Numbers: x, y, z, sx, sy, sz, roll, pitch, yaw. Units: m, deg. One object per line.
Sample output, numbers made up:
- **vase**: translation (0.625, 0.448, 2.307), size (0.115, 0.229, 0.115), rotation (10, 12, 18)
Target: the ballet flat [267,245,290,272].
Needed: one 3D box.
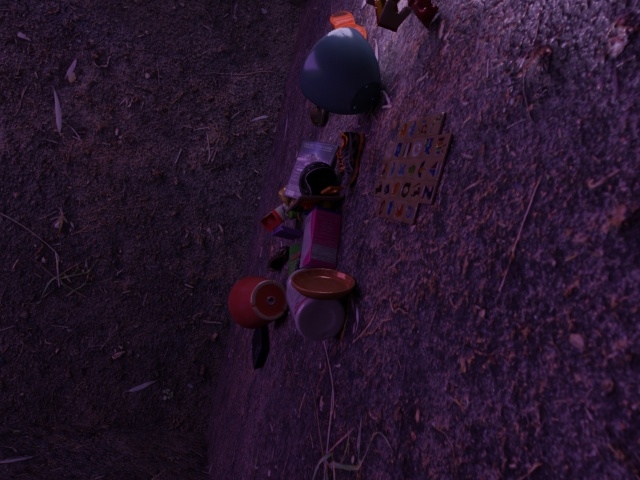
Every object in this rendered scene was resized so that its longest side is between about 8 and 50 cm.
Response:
- **ballet flat**: translation (-0.228, 0.114, 2.207), size (0.250, 0.084, 0.058), rotation (-48, 31, 46)

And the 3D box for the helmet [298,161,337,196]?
- **helmet**: translation (-0.011, -0.236, 1.646), size (0.169, 0.170, 0.161), rotation (155, 109, -68)

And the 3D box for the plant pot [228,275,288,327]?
- **plant pot**: translation (-0.294, 0.302, 2.013), size (0.243, 0.275, 0.274), rotation (-19, 59, 58)

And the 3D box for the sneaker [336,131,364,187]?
- **sneaker**: translation (0.097, -0.298, 1.488), size (0.084, 0.083, 0.214), rotation (179, 103, -70)

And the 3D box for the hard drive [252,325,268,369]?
- **hard drive**: translation (-0.334, 0.568, 2.235), size (0.254, 0.054, 0.171), rotation (-113, 40, -62)

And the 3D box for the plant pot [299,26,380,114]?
- **plant pot**: translation (0.100, -0.562, 1.432), size (0.195, 0.291, 0.290), rotation (51, 137, 21)

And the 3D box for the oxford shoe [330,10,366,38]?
- **oxford shoe**: translation (0.133, -0.876, 1.798), size (0.132, 0.130, 0.363), rotation (72, -173, -53)

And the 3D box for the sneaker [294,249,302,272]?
- **sneaker**: translation (-0.041, 0.061, 1.599), size (0.090, 0.082, 0.232), rotation (117, 172, -67)

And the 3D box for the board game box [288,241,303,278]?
- **board game box**: translation (-0.074, 0.114, 1.681), size (0.124, 0.039, 0.259), rotation (-18, 51, 20)

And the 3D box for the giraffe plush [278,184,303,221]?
- **giraffe plush**: translation (-0.081, -0.214, 1.885), size (0.170, 0.181, 0.210), rotation (-41, 24, 28)

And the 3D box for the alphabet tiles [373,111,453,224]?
- **alphabet tiles**: translation (0.236, -0.192, 1.100), size (0.342, 0.011, 0.284), rotation (-150, 73, -72)

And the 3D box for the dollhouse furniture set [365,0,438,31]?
- **dollhouse furniture set**: translation (0.235, -0.747, 1.220), size (0.152, 0.202, 0.373), rotation (135, 138, -59)

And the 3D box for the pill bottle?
- **pill bottle**: translation (-0.030, 0.205, 1.381), size (0.283, 0.161, 0.160), rotation (-129, 54, -68)

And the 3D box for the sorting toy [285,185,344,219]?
- **sorting toy**: translation (-0.023, -0.132, 1.578), size (0.348, 0.196, 0.047), rotation (147, 115, -66)

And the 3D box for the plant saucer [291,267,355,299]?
- **plant saucer**: translation (0.007, 0.138, 1.266), size (0.200, 0.200, 0.037), rotation (-129, 40, -68)

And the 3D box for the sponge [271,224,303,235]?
- **sponge**: translation (-0.173, -0.038, 2.073), size (0.210, 0.117, 0.031), rotation (162, 120, -70)

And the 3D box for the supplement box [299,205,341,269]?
- **supplement box**: translation (0.000, 0.000, 1.520), size (0.111, 0.114, 0.219), rotation (144, 137, -63)

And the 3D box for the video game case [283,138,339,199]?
- **video game case**: translation (-0.043, -0.304, 1.790), size (0.196, 0.026, 0.273), rotation (20, 89, 34)

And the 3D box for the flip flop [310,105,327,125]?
- **flip flop**: translation (-0.020, -0.658, 2.110), size (0.277, 0.080, 0.112), rotation (-143, 67, -71)

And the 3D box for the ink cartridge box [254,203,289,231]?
- **ink cartridge box**: translation (-0.216, -0.125, 2.090), size (0.231, 0.078, 0.134), rotation (-41, 6, -40)
